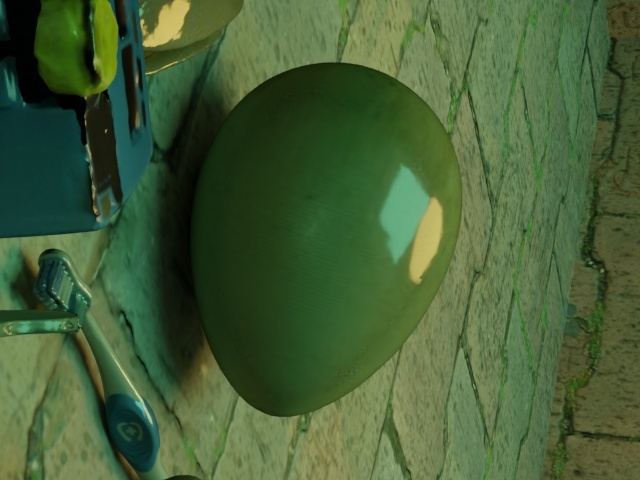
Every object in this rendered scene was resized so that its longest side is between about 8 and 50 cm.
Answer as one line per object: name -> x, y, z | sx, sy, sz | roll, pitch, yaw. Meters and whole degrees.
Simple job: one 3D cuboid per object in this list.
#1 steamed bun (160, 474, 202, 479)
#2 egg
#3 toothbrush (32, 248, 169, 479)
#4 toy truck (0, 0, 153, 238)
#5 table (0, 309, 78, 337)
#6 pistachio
steamed bun -> -0.123, 0.278, 0.814 | 0.212, 0.231, 0.110 | 57, -21, 17
egg -> 0.000, 0.000, 1.145 | 0.218, 0.218, 0.295 | 26, 76, -69
toothbrush -> -0.136, 0.142, 1.042 | 0.386, 0.040, 0.040 | 73, 27, -46
toy truck -> -0.184, -0.196, 0.717 | 0.162, 0.161, 0.384 | -68, 155, -69
table -> -0.216, 0.033, 0.561 | 0.166, 0.198, 0.166 | 2, 90, -70
pistachio -> -0.125, -0.181, 0.923 | 0.152, 0.126, 0.223 | 44, 41, -15
